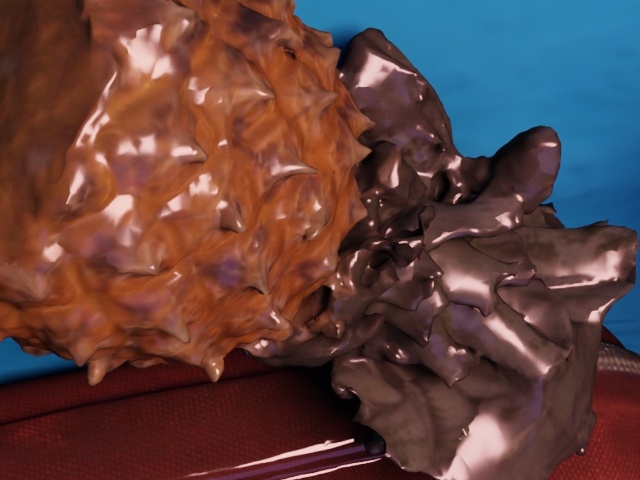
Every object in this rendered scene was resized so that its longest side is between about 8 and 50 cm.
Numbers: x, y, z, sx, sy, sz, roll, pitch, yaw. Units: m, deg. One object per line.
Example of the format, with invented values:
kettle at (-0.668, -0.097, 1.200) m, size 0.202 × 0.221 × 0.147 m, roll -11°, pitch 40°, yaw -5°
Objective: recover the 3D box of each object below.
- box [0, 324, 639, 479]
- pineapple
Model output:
box at (-0.057, 0.136, 0.601) m, size 0.404 × 0.108 × 0.263 m, roll -11°, pitch 146°, yaw -10°
pineapple at (0.000, 0.000, 0.426) m, size 0.237 × 0.111 × 0.119 m, roll 21°, pitch 114°, yaw -44°
